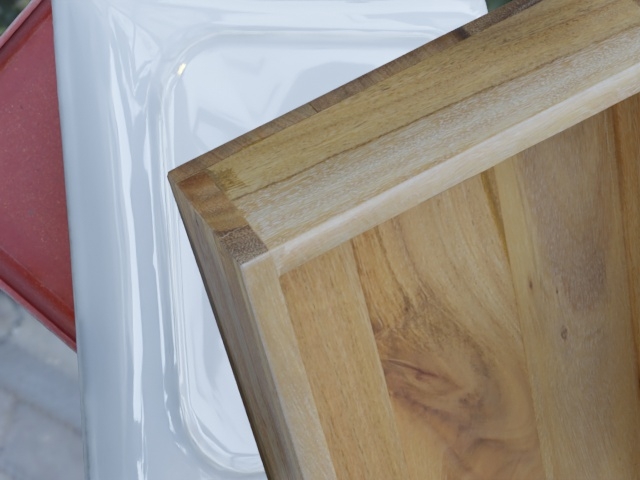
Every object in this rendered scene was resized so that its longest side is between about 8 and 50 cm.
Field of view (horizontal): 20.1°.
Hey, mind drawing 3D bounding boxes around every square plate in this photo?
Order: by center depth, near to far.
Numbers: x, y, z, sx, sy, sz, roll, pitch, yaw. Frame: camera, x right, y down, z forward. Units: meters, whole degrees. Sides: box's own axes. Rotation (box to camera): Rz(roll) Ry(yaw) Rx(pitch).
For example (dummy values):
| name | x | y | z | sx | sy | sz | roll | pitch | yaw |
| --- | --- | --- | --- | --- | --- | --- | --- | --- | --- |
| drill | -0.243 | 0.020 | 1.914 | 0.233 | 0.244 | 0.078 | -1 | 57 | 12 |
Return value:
| name | x | y | z | sx | sy | sz | roll | pitch | yaw |
| --- | --- | --- | --- | --- | --- | --- | --- | --- | --- |
| square plate | 0.000 | 0.000 | 1.127 | 0.344 | 0.049 | 0.347 | -4 | 91 | -39 |

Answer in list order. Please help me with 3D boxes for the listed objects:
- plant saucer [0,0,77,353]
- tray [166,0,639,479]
| name | x | y | z | sx | sy | sz | roll | pitch | yaw |
| --- | --- | --- | --- | --- | --- | --- | --- | --- | --- |
| plant saucer | -0.121 | -0.056 | 1.209 | 0.259 | 0.048 | 0.258 | 44 | 77 | -26 |
| tray | 0.080 | 0.092 | 0.813 | 0.076 | 0.203 | 0.411 | 49 | -19 | 45 |
